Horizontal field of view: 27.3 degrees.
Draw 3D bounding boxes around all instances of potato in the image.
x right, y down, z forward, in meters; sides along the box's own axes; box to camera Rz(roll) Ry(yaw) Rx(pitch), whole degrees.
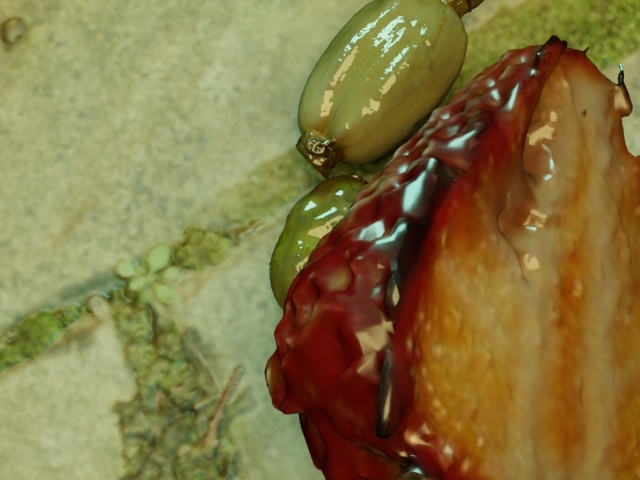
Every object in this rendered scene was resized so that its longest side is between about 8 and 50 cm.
[{"bbox_3d":[0.000,0.000,0.757,0.046,0.045,0.092,26,80,29],"label":"potato"}]

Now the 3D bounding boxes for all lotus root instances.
[{"bbox_3d":[0.039,-0.099,0.763,0.073,0.062,0.150,37,79,20],"label":"lotus root"}]

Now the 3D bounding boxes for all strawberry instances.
[{"bbox_3d":[0.069,0.039,0.710,0.253,0.150,0.280,-1,79,-42],"label":"strawberry"}]
